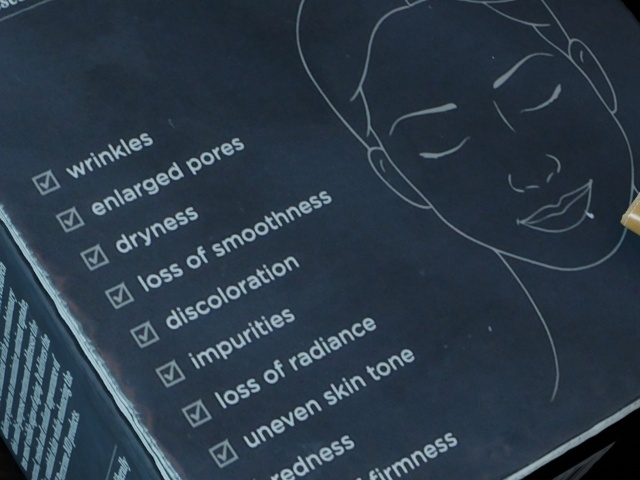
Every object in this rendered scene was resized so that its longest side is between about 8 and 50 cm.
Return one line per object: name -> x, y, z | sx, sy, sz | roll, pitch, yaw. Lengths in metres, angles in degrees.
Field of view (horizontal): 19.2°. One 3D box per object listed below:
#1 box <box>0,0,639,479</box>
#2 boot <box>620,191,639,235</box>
box -> 0.000, 0.000, 1.321 | 0.480, 0.297, 0.472 | -26, 72, -24
boot -> 0.254, 0.022, 1.164 | 0.152, 0.073, 0.197 | 30, 47, 3
